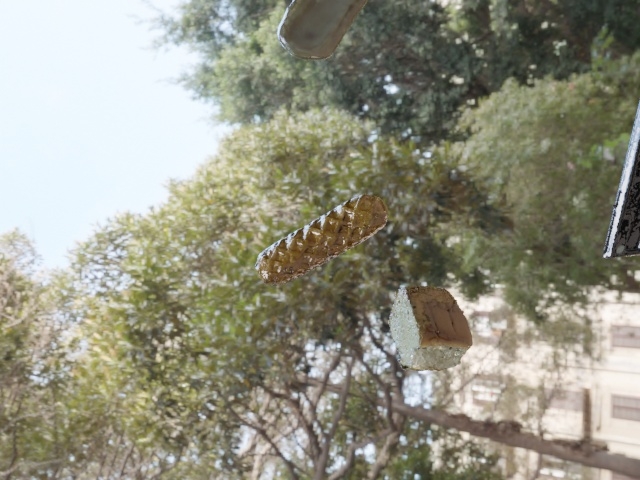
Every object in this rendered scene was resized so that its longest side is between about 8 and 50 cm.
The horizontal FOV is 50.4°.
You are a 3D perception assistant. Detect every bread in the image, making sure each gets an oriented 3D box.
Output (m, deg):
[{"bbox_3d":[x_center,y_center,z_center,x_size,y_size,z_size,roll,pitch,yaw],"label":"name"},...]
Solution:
[{"bbox_3d":[0.000,0.000,0.710,0.044,0.157,0.052,63,-166,10],"label":"bread"},{"bbox_3d":[0.120,0.095,0.746,0.076,0.070,0.083,107,153,-45],"label":"bread"}]

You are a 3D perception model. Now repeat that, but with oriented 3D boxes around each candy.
[{"bbox_3d":[0.026,-0.399,1.096,0.102,0.234,0.104,33,-160,-8],"label":"candy"}]

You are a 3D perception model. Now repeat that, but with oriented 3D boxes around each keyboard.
[{"bbox_3d":[0.254,-0.075,0.498,0.010,0.064,0.198,-116,24,-60],"label":"keyboard"}]
